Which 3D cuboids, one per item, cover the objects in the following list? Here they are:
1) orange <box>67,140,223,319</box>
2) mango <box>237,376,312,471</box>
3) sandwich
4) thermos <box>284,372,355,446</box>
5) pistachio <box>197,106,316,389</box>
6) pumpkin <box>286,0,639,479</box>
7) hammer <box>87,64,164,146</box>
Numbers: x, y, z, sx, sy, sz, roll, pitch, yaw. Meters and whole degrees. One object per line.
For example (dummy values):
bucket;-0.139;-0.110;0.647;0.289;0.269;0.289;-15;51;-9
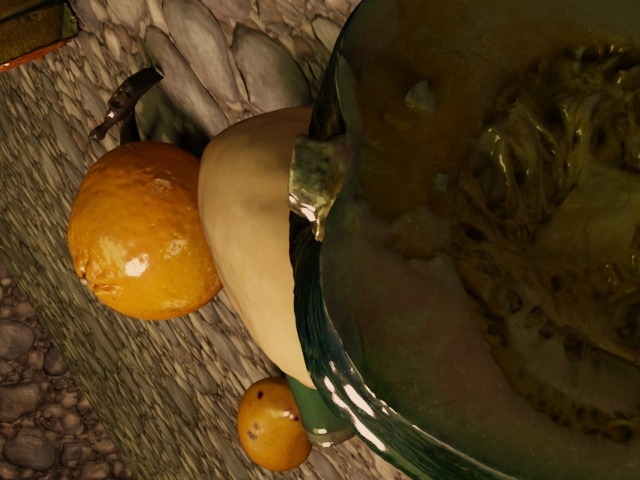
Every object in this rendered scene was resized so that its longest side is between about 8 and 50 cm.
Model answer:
orange;-0.200;-0.010;1.271;0.219;0.193;0.219;16;115;37
mango;-0.061;0.247;1.462;0.115;0.090;0.178;33;146;21
sandwich;-0.419;-0.275;1.387;0.160;0.185;0.109;-8;108;56
thermos;-0.005;0.147;1.261;0.073;0.083;0.187;5;126;35
pistachio;0.000;0.000;0.901;0.193;0.213;0.318;27;-175;-38
pumpkin;0.101;0.009;0.610;0.264;0.292;0.197;12;157;-6
hammer;-0.243;-0.132;1.348;0.027;0.125;0.297;38;165;1
